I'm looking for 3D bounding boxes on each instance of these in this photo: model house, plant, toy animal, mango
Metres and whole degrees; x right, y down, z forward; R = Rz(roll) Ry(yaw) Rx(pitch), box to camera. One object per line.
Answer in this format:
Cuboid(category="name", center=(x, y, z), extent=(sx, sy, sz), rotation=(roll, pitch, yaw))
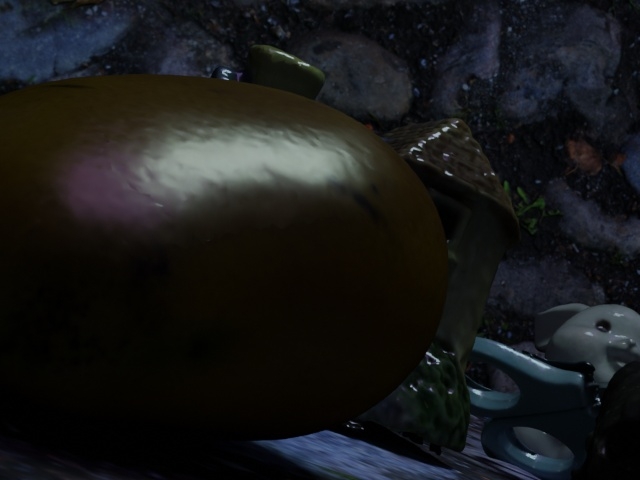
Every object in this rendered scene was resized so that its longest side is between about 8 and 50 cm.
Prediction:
Cuboid(category="model house", center=(0.000, 0.000, 1.077), extent=(0.321, 0.266, 0.261), rotation=(22, -6, -20))
Cuboid(category="plant", center=(0.246, 0.158, 0.926), extent=(0.129, 0.132, 0.194), rotation=(22, 3, 12))
Cuboid(category="toy animal", center=(0.276, 0.163, 1.414), extent=(0.127, 0.193, 0.178), rotation=(22, -11, -5))
Cuboid(category="mango", center=(-0.067, 0.009, 0.627), extent=(0.211, 0.173, 0.317), rotation=(27, 13, 27))

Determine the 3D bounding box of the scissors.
Cuboid(category="scissors", center=(0.247, 0.131, 1.121), extent=(0.360, 0.029, 0.191), rotation=(-16, -58, 46))
